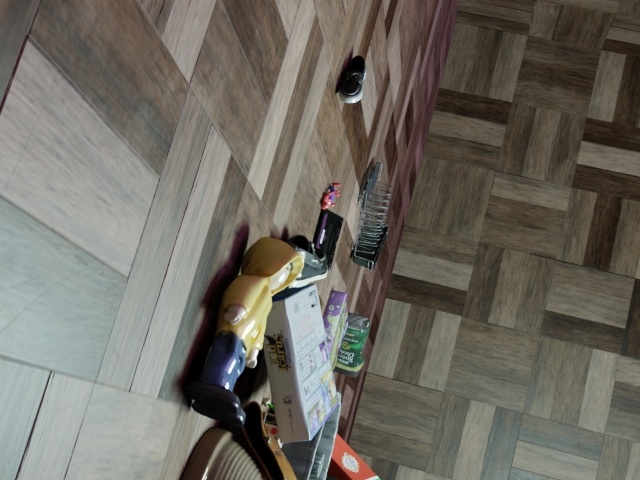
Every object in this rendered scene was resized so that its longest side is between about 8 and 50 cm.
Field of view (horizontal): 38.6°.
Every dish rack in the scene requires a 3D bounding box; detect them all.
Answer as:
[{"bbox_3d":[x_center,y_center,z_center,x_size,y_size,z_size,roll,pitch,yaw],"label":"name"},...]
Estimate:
[{"bbox_3d":[0.150,-0.076,2.561,0.208,0.074,0.272,-64,164,-55],"label":"dish rack"}]

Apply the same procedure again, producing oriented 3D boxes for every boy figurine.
[{"bbox_3d":[-0.106,0.125,1.342,0.177,0.092,0.285,84,24,-54],"label":"boy figurine"}]

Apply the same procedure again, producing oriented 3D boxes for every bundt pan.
[{"bbox_3d":[-0.056,0.473,1.981,0.331,0.124,0.331,13,90,-79],"label":"bundt pan"}]

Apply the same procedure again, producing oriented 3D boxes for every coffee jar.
[{"bbox_3d":[0.084,0.302,2.622,0.079,0.096,0.184,-57,157,-55],"label":"coffee jar"}]

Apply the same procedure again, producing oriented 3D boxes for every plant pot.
[{"bbox_3d":[-0.149,0.421,1.432,0.237,0.109,0.237,12,90,-81],"label":"plant pot"}]

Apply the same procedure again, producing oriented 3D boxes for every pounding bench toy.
[{"bbox_3d":[-0.091,0.355,1.791,0.052,0.065,0.083,83,22,-63],"label":"pounding bench toy"}]

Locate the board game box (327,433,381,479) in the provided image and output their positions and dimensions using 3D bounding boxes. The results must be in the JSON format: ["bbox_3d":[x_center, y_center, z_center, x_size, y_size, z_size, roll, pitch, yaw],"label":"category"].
[{"bbox_3d":[0.068,0.648,2.291,0.064,0.316,0.242,-23,144,-38],"label":"board game box"}]

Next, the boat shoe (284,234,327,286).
[{"bbox_3d":[-0.030,0.029,1.657,0.233,0.084,0.079,-18,121,-75],"label":"boat shoe"}]

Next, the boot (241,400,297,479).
[{"bbox_3d":[-0.062,0.424,1.569,0.280,0.096,0.264,101,-29,-66],"label":"boot"}]

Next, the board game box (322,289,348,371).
[{"bbox_3d":[0.006,0.325,2.365,0.208,0.056,0.347,93,13,-63],"label":"board game box"}]

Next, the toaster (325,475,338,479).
[{"bbox_3d":[-0.038,0.636,2.185,0.110,0.168,0.186,95,13,-50],"label":"toaster"}]

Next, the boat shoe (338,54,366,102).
[{"bbox_3d":[0.065,-0.326,1.844,0.142,0.049,0.040,-75,167,-50],"label":"boat shoe"}]

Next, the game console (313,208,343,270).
[{"bbox_3d":[0.000,0.000,1.998,0.107,0.071,0.122,26,74,-49],"label":"game console"}]

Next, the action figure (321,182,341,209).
[{"bbox_3d":[0.023,-0.092,1.962,0.115,0.030,0.038,-53,159,-63],"label":"action figure"}]

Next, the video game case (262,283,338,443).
[{"bbox_3d":[-0.039,0.215,1.671,0.269,0.061,0.244,-15,94,-78],"label":"video game case"}]
